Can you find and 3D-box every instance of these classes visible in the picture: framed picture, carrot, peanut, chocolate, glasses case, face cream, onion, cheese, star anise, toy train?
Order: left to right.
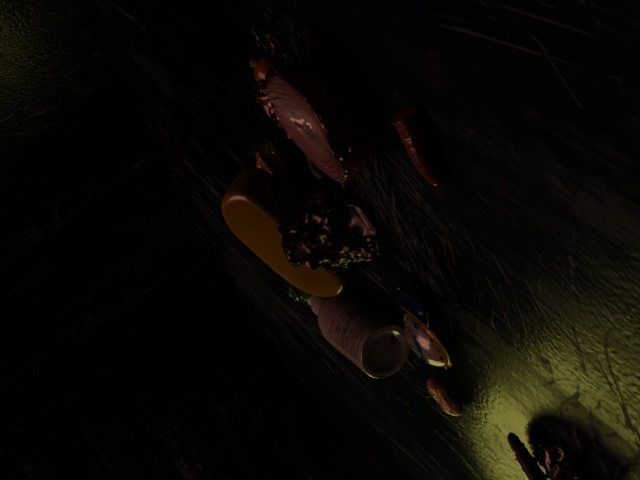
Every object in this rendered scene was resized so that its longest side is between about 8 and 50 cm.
[{"bbox_3d":[-0.075,-0.020,1.978,0.371,0.141,0.173,43,139,-19],"label":"glasses case"},{"bbox_3d":[-0.082,0.074,2.447,0.253,0.105,0.157,59,178,-9],"label":"toy train"},{"bbox_3d":[-0.042,-0.290,1.619,0.257,0.061,0.061,39,160,22],"label":"carrot"},{"bbox_3d":[-0.014,-0.240,1.472,0.283,0.120,0.227,40,161,37],"label":"onion"},{"bbox_3d":[0.000,0.000,1.825,0.224,0.177,0.206,46,167,37],"label":"chocolate"},{"bbox_3d":[0.012,-0.153,1.803,0.149,0.011,0.109,43,161,41],"label":"framed picture"},{"bbox_3d":[0.076,0.217,2.149,0.370,0.145,0.145,33,153,58],"label":"face cream"},{"bbox_3d":[0.157,-0.141,1.296,0.048,0.048,0.139,28,150,61],"label":"carrot"},{"bbox_3d":[0.220,0.193,1.787,0.156,0.064,0.250,36,158,49],"label":"cheese"},{"bbox_3d":[0.297,0.372,1.966,0.113,0.054,0.054,49,165,13],"label":"peanut"},{"bbox_3d":[0.470,0.463,1.559,0.180,0.061,0.204,-108,-5,-54],"label":"star anise"}]

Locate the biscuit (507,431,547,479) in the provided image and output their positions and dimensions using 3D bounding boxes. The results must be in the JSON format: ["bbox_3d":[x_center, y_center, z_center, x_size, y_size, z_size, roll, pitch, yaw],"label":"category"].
[{"bbox_3d":[0.438,0.483,1.657,0.220,0.033,0.220,54,-172,-11],"label":"biscuit"}]

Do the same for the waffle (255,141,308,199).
[{"bbox_3d":[-0.095,-0.133,2.096,0.160,0.055,0.211,49,163,20],"label":"waffle"}]

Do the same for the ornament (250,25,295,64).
[{"bbox_3d":[-0.097,-0.389,1.605,0.125,0.028,0.073,42,161,37],"label":"ornament"}]
